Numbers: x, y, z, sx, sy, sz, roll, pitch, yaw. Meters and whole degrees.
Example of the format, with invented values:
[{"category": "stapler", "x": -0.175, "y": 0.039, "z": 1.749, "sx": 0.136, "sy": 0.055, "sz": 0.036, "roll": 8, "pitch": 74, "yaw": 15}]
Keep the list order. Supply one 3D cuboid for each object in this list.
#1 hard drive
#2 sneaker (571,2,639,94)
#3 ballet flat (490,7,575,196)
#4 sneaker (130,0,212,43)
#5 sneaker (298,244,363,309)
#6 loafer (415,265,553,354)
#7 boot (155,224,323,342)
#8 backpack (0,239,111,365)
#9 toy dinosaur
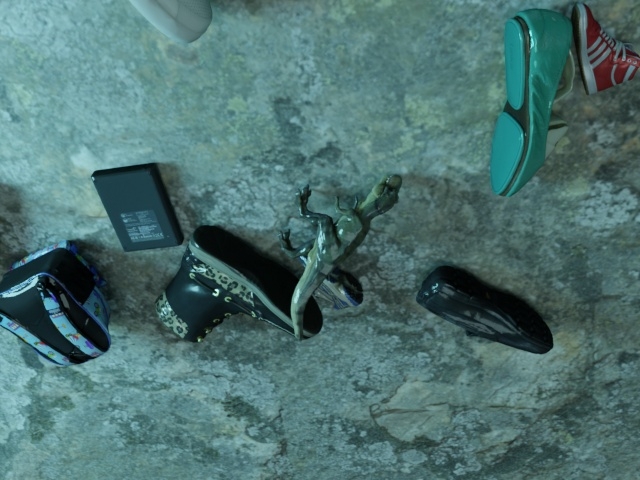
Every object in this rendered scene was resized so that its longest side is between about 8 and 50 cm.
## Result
[{"category": "hard drive", "x": -0.264, "y": -0.046, "z": 0.999, "sx": 0.094, "sy": 0.022, "sz": 0.135, "roll": -6, "pitch": 126, "yaw": 10}, {"category": "sneaker", "x": 0.331, "y": -0.228, "z": 0.794, "sx": 0.067, "sy": 0.042, "sz": 0.118, "roll": -13, "pitch": 132, "yaw": 20}, {"category": "ballet flat", "x": 0.263, "y": -0.158, "z": 0.833, "sx": 0.087, "sy": 0.083, "sz": 0.247, "roll": -9, "pitch": 129, "yaw": -6}, {"category": "sneaker", "x": -0.158, "y": -0.358, "z": 0.701, "sx": 0.169, "sy": 0.108, "sz": 0.292, "roll": -19, "pitch": 122, "yaw": 22}, {"category": "sneaker", "x": 0.003, "y": 0.062, "z": 1.041, "sx": 0.058, "sy": 0.052, "sz": 0.135, "roll": -29, "pitch": 118, "yaw": 32}, {"category": "loafer", "x": 0.250, "y": 0.115, "z": 1.045, "sx": 0.223, "sy": 0.076, "sz": 0.078, "roll": 28, "pitch": 130, "yaw": -9}, {"category": "boot", "x": -0.130, "y": 0.103, "z": 1.056, "sx": 0.236, "sy": 0.085, "sz": 0.178, "roll": 37, "pitch": 124, "yaw": -5}, {"category": "backpack", "x": -0.402, "y": 0.107, "z": 1.069, "sx": 0.158, "sy": 0.117, "sz": 0.173, "roll": -24, "pitch": 121, "yaw": 21}, {"category": "toy dinosaur", "x": 0.000, "y": 0.000, "z": 0.956, "sx": 0.118, "sy": 0.064, "sz": 0.268, "roll": 39, "pitch": 103, "yaw": 21}]
